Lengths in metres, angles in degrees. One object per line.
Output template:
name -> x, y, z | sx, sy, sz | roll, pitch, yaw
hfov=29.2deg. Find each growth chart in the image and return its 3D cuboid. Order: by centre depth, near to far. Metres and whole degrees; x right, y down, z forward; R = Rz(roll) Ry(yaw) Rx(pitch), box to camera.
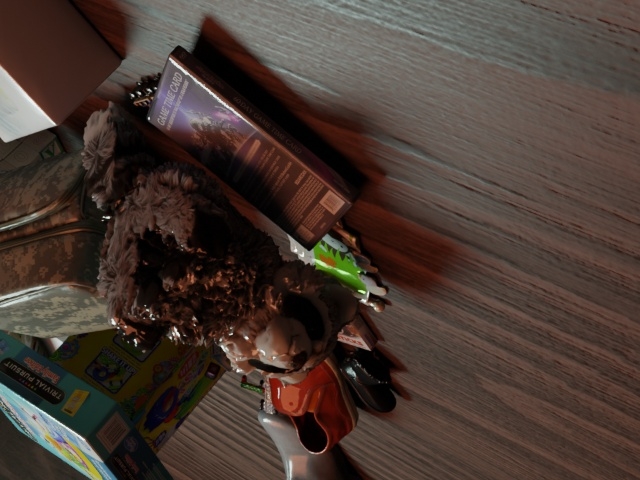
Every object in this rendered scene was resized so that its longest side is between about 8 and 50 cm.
growth chart -> 0.000, 0.000, 1.629 | 0.172, 0.021, 0.237 | 21, 151, 36

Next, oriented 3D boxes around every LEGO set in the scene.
LEGO set -> -0.083, 0.224, 2.106 | 0.244, 0.060, 0.182 | -18, 126, 41

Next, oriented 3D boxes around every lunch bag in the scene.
lunch bag -> -0.381, -0.006, 1.827 | 0.305, 0.256, 0.212 | -14, 155, 36

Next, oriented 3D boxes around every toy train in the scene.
toy train -> -0.203, -0.193, 1.584 | 0.036, 0.027, 0.158 | 40, 159, -27

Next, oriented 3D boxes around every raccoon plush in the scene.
raccoon plush -> -0.122, -0.007, 1.636 | 0.299, 0.446, 0.216 | 22, 130, -40

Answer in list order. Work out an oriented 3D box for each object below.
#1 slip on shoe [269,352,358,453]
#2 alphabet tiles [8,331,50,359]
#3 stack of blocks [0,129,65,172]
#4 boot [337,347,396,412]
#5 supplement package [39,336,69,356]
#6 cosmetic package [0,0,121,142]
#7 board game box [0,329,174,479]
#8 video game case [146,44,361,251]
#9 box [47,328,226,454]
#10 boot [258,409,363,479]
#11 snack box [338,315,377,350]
slip on shoe -> -0.032, 0.225, 1.936 | 0.123, 0.101, 0.331 | 19, 148, 36
alphabet tiles -> -0.595, 0.167, 2.562 | 0.011, 0.285, 0.342 | -1, 147, 6
stack of blocks -> -0.547, -0.064, 1.996 | 0.087, 0.297, 0.171 | 31, 155, 26
boot -> 0.081, 0.210, 1.854 | 0.121, 0.045, 0.099 | 46, 157, -4
supplement package -> -0.442, 0.224, 2.557 | 0.262, 0.145, 0.204 | 31, 155, 23
cosmetic package -> -0.422, -0.265, 1.649 | 0.224, 0.138, 0.225 | 49, 154, -20
board game box -> -0.419, 0.289, 2.003 | 0.336, 0.079, 0.253 | 24, 152, 34
video game case -> -0.089, -0.106, 1.506 | 0.274, 0.026, 0.196 | 40, 157, -1
box -> -0.306, 0.211, 2.150 | 0.177, 0.279, 0.290 | 34, 157, 14
boot -> -0.047, 0.481, 2.312 | 0.338, 0.222, 0.118 | 50, 156, -22
snack box -> 0.006, 0.119, 1.831 | 0.178, 0.022, 0.064 | 13, 147, 48
